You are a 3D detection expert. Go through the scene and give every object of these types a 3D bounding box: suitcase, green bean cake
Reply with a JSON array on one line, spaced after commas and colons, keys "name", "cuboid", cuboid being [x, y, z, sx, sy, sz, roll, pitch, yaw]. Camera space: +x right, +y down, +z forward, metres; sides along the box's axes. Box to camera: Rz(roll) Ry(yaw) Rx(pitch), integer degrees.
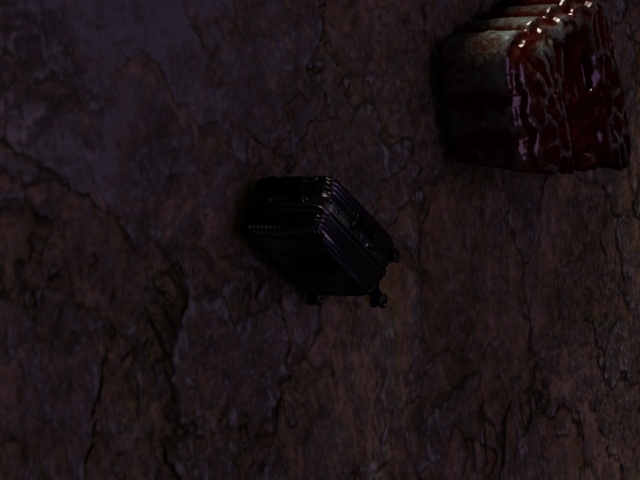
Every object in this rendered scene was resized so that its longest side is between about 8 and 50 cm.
[{"name": "suitcase", "cuboid": [0.000, 0.000, 1.341, 0.126, 0.086, 0.059, 45, 54, -46]}, {"name": "green bean cake", "cuboid": [0.209, -0.132, 1.627, 0.233, 0.097, 0.198, -31, 116, -51]}]
